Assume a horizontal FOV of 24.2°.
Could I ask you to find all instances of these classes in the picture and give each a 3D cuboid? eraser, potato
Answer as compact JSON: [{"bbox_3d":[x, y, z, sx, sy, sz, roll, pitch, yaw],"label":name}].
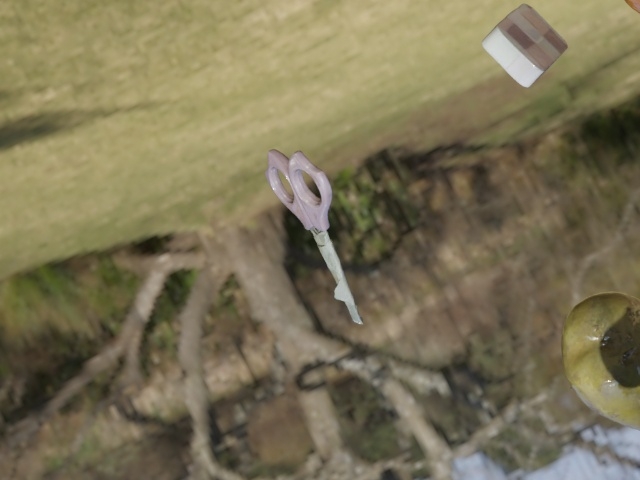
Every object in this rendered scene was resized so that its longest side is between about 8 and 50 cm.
[{"bbox_3d":[0.197,-0.188,1.433,0.026,0.065,0.105,-49,175,32],"label":"eraser"},{"bbox_3d":[0.466,0.188,2.183,0.296,0.191,0.141,23,142,-31],"label":"potato"}]

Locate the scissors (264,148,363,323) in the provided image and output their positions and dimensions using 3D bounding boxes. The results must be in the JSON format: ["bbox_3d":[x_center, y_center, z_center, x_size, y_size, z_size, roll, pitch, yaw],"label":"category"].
[{"bbox_3d":[0.000,0.000,1.577,0.021,0.212,0.110,-31,-160,-26],"label":"scissors"}]

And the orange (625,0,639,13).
[{"bbox_3d":[0.492,-0.403,1.979,0.240,0.171,0.240,-13,134,-14],"label":"orange"}]
